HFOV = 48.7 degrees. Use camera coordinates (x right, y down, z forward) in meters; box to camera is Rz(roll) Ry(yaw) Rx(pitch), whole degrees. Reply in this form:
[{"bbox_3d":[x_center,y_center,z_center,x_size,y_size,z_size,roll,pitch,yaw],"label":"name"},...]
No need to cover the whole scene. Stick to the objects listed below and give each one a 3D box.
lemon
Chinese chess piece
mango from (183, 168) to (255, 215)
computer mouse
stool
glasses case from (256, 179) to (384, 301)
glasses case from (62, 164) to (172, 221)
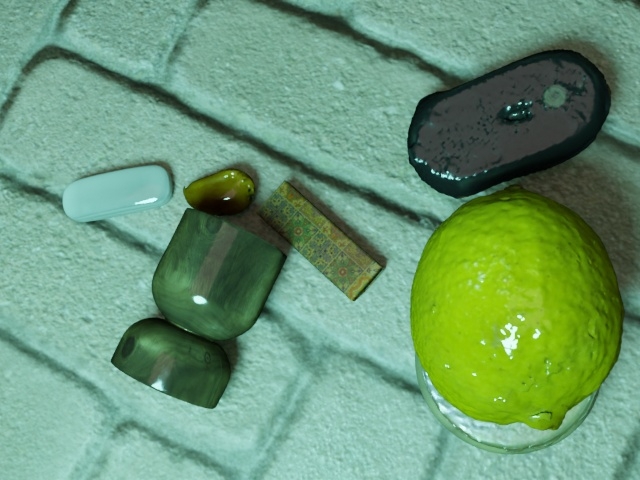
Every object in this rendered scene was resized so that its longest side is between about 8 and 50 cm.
[{"bbox_3d":[0.240,0.079,0.897,0.268,0.268,0.321,-5,58,7],"label":"lemon"},{"bbox_3d":[0.277,0.179,1.055,0.270,0.112,0.269,-2,78,8],"label":"Chinese chess piece"},{"bbox_3d":[-0.170,-0.079,1.196,0.127,0.063,0.077,-7,82,12],"label":"mango"},{"bbox_3d":[0.293,-0.184,1.128,0.323,0.116,0.182,-20,77,10],"label":"computer mouse"},{"bbox_3d":[-0.185,0.103,1.100,0.179,0.179,0.264,23,82,12],"label":"stool"},{"bbox_3d":[0.000,0.000,1.162,0.218,0.049,0.075,42,93,14],"label":"glasses case"},{"bbox_3d":[-0.352,-0.081,1.227,0.194,0.049,0.074,-11,77,4],"label":"glasses case"}]
